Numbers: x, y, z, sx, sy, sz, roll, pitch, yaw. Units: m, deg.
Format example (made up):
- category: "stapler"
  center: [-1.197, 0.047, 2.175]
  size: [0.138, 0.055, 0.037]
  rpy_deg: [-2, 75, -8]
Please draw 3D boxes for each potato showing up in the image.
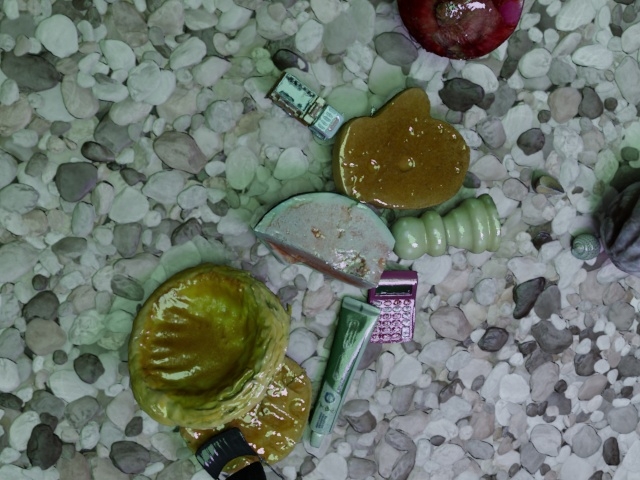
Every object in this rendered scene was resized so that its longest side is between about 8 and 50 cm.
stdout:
- category: "potato"
  center: [0.570, -0.138, 1.567]
  size: [0.093, 0.036, 0.037]
  rpy_deg: [12, 60, -29]

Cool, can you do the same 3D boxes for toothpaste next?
- category: "toothpaste"
  center: [0.044, 0.334, 1.540]
  size: [0.099, 0.061, 0.392]
  rpy_deg: [19, 95, 8]

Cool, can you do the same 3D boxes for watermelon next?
- category: "watermelon"
  center: [0.000, 0.000, 1.404]
  size: [0.305, 0.180, 0.224]
  rpy_deg: [22, 117, -8]

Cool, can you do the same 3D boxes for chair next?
- category: "chair"
  center: [-0.181, 0.564, 1.430]
  size: [0.140, 0.145, 0.221]
  rpy_deg: [-30, 111, -1]

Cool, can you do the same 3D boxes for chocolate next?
- category: "chocolate"
  center: [0.802, -0.026, 1.516]
  size: [0.213, 0.303, 0.303]
  rpy_deg: [-8, 101, 10]

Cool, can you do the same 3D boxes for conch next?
- category: "conch"
  center: [0.694, 0.021, 1.604]
  size: [0.085, 0.056, 0.076]
  rpy_deg: [-3, 113, -9]

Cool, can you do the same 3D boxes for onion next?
- category: "onion"
  center: [0.301, -0.523, 1.332]
  size: [0.276, 0.276, 0.276]
  rpy_deg: [-2, 100, -10]

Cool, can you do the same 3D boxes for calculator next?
- category: "calculator"
  center: [0.176, 0.166, 1.548]
  size: [0.127, 0.034, 0.190]
  rpy_deg: [-1, 105, -11]

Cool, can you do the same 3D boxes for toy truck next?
- category: "toy truck"
  center: [-0.027, -0.300, 1.389]
  size: [0.178, 0.115, 0.080]
  rpy_deg: [35, 92, -15]

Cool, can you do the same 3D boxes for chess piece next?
- category: "chess piece"
  center: [0.289, -0.023, 1.492]
  size: [0.251, 0.144, 0.144]
  rpy_deg: [-10, 101, -2]

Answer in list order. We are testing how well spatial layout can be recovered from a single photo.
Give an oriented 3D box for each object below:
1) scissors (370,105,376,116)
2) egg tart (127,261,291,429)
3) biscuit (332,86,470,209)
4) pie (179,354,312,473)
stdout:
- category: "scissors"
  center: [0.130, -0.214, 1.480]
  size: [0.110, 0.021, 0.212]
  rpy_deg: [-4, 101, -12]
- category: "egg tart"
  center: [-0.238, 0.236, 1.374]
  size: [0.388, 0.387, 0.169]
  rpy_deg: [-29, 148, -4]
- category: "biscuit"
  center: [0.191, -0.214, 1.457]
  size: [0.344, 0.057, 0.287]
  rpy_deg: [-2, 99, -19]
- category: "pie"
  center: [-0.182, 0.407, 1.505]
  size: [0.340, 0.083, 0.339]
  rpy_deg: [-2, 103, -10]
